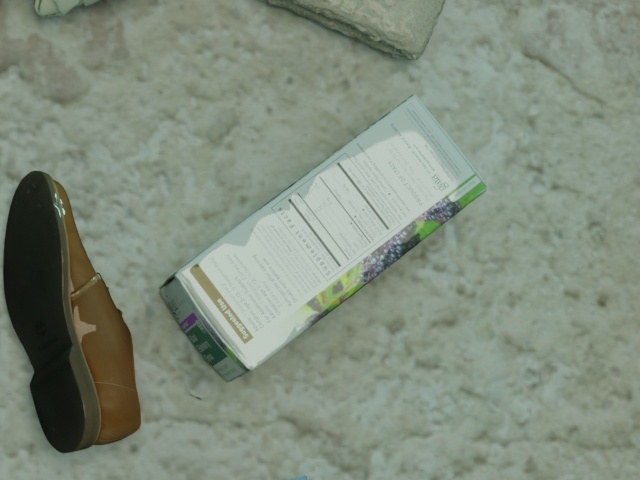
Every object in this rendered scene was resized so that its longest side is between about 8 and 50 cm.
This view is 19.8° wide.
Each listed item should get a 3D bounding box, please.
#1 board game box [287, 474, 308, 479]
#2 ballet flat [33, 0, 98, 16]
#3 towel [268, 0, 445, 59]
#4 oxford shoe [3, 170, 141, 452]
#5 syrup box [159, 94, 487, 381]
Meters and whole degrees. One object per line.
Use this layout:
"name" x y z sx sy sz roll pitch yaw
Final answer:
"board game box" -0.072 0.244 1.359 0.154 0.026 0.103 -13 83 -15
"ballet flat" -0.225 -0.211 1.396 0.203 0.074 0.074 16 76 -16
"towel" -0.015 -0.275 1.462 0.282 0.049 0.187 24 76 -8
"oxford shoe" -0.182 0.051 1.361 0.076 0.076 0.212 -3 76 -44
"syrup box" 0.000 0.000 1.388 0.237 0.093 0.096 -38 90 -17
